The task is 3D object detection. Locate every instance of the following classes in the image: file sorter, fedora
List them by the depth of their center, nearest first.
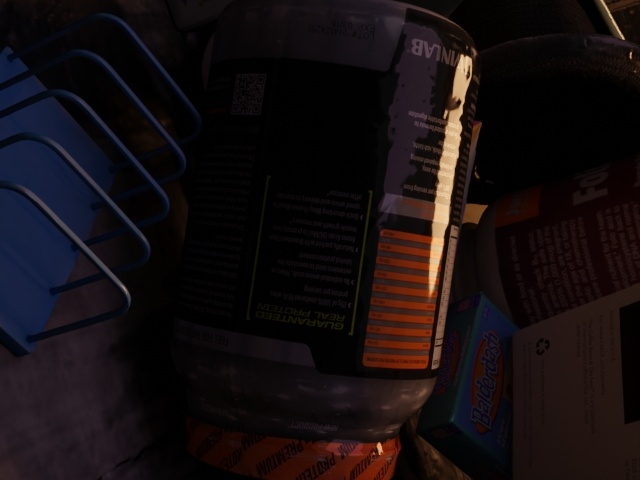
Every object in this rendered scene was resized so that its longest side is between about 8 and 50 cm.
[{"bbox_3d":[-0.157,-0.040,0.609,0.118,0.104,0.170,51,36,-33],"label":"file sorter"},{"bbox_3d":[0.214,-0.167,1.074,0.334,0.334,0.153,28,52,-52],"label":"fedora"}]

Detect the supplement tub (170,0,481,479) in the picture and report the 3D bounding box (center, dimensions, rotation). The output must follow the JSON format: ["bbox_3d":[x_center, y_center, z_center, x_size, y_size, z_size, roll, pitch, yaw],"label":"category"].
[{"bbox_3d":[0.000,0.000,0.707,0.193,0.193,0.316,11,88,-58],"label":"supplement tub"}]

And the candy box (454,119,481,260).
[{"bbox_3d":[0.076,0.008,0.917,0.159,0.071,0.234,-36,137,-60],"label":"candy box"}]

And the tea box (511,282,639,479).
[{"bbox_3d":[0.353,0.252,0.894,0.323,0.220,0.329,30,51,-28],"label":"tea box"}]

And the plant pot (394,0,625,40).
[{"bbox_3d":[0.209,-0.298,1.262,0.248,0.247,0.252,41,26,-44],"label":"plant pot"}]

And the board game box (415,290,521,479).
[{"bbox_3d":[0.194,0.176,0.979,0.210,0.047,0.160,42,46,-21],"label":"board game box"}]

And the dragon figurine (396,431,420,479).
[{"bbox_3d":[0.162,0.301,0.972,0.289,0.085,0.144,46,7,30],"label":"dragon figurine"}]

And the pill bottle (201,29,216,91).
[{"bbox_3d":[-0.011,-0.135,0.902,0.215,0.117,0.117,9,67,-58],"label":"pill bottle"}]

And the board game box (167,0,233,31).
[{"bbox_3d":[0.037,-0.281,0.869,0.224,0.303,0.098,-31,104,-61],"label":"board game box"}]

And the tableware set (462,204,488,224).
[{"bbox_3d":[0.240,-0.080,1.275,0.039,0.194,0.128,48,-16,49],"label":"tableware set"}]

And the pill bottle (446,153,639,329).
[{"bbox_3d":[0.307,0.033,1.082,0.224,0.392,0.224,37,44,-48],"label":"pill bottle"}]
